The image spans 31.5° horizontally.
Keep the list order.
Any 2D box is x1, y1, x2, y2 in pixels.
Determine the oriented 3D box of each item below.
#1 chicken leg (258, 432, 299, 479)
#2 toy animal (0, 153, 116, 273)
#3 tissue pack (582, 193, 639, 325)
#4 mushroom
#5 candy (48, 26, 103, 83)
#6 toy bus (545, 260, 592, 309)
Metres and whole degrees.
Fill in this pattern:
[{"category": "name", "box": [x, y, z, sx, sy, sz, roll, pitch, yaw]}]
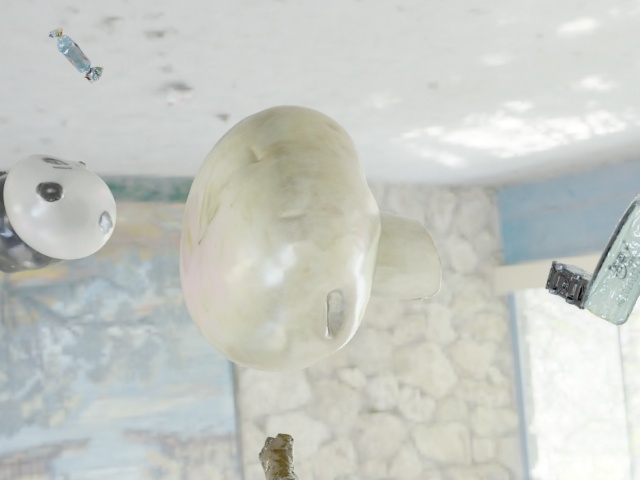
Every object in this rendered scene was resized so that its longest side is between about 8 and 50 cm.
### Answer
[{"category": "chicken leg", "box": [-0.046, 0.312, 1.340, 0.080, 0.196, 0.125, -4, 147, -11]}, {"category": "toy animal", "box": [-0.431, -0.045, 1.820, 0.187, 0.165, 0.235, 25, 151, -33]}, {"category": "tissue pack", "box": [0.491, 0.007, 1.727, 0.081, 0.185, 0.257, 28, -156, 18]}, {"category": "mushroom", "box": [-0.028, -0.014, 1.505, 0.353, 0.325, 0.353, -17, -167, 4]}, {"category": "candy", "box": [-0.308, -0.236, 1.436, 0.030, 0.083, 0.020, -35, -161, 8]}, {"category": "toy bus", "box": [0.467, 0.083, 2.036, 0.075, 0.060, 0.123, 8, -167, -23]}]
